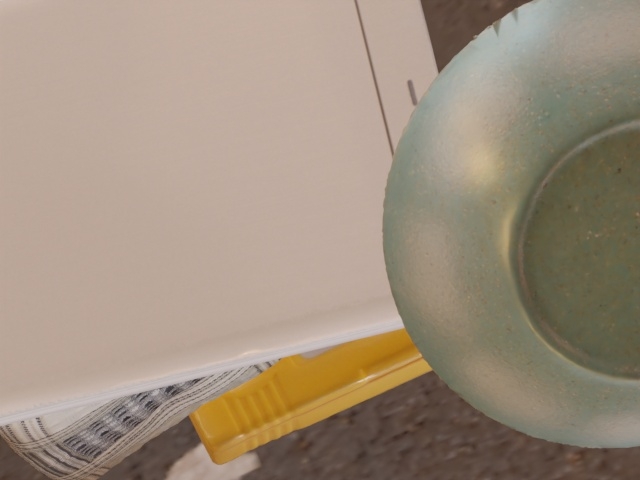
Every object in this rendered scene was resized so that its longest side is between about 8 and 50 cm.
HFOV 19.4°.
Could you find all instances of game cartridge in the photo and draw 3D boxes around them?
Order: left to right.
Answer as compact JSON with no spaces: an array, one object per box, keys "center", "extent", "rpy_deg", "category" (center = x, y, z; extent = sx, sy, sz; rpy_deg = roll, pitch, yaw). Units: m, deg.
[{"center":[0.000,0.000,1.538],"extent":[0.324,0.052,0.285],"rpy_deg":[-23,59,-13],"category":"game cartridge"}]

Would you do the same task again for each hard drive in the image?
[{"center":[-0.106,-0.037,1.007],"extent":[0.353,0.047,0.233],"rpy_deg":[-14,80,4],"category":"hard drive"}]

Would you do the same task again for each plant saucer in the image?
[{"center":[0.122,-0.002,0.717],"extent":[0.195,0.037,0.195],"rpy_deg":[-1,108,-4],"category":"plant saucer"}]

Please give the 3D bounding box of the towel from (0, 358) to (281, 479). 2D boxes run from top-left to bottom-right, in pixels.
[{"center":[-0.057,0.060,1.244],"extent":[0.324,0.312,0.056],"rpy_deg":[-33,76,-7],"category":"towel"}]
